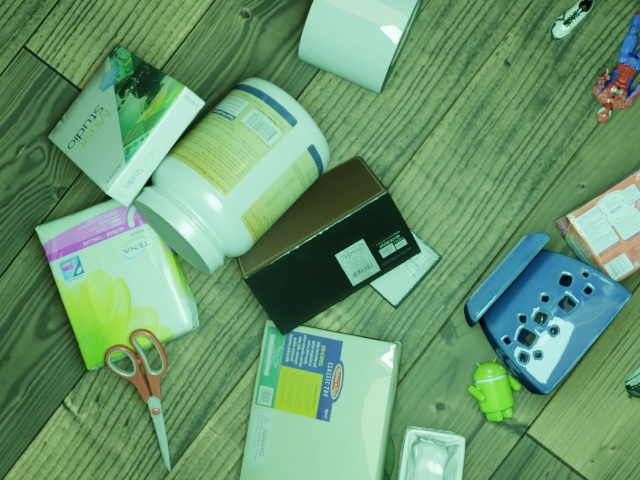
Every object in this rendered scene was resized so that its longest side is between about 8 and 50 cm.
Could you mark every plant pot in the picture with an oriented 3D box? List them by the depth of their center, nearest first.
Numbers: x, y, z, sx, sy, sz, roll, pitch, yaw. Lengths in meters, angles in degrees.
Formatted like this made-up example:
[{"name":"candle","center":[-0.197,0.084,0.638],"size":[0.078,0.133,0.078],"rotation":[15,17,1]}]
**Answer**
[{"name":"plant pot","center":[0.393,0.125,1.693],"size":[0.212,0.236,0.236],"rotation":[41,89,10]}]

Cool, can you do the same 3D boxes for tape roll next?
[{"name":"tape roll","center":[0.082,-0.413,1.715],"size":[0.169,0.246,0.246],"rotation":[25,89,2]}]

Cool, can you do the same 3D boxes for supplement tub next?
[{"name":"supplement tub","center":[-0.160,-0.114,1.689],"size":[0.228,0.228,0.316],"rotation":[43,75,3]}]

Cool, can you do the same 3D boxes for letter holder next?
[{"name":"letter holder","center":[0.000,0.000,1.762],"size":[0.302,0.214,0.152],"rotation":[-31,119,1]}]

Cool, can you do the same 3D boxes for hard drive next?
[{"name":"hard drive","center":[0.156,0.053,1.803],"size":[0.094,0.022,0.135],"rotation":[42,89,3]}]

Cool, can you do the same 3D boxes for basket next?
[{"name":"basket","center":[0.203,0.434,1.745],"size":[0.113,0.103,0.167],"rotation":[8,89,2]}]

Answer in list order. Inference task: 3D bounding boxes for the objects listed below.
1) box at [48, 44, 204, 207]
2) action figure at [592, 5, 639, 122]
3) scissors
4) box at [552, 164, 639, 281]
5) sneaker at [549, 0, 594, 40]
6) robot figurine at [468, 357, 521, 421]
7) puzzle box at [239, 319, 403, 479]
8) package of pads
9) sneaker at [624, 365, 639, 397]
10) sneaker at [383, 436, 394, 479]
[{"name":"box","center":[-0.365,-0.220,1.712],"size":[0.232,0.058,0.322],"rotation":[-54,43,-1]},{"name":"action figure","center":[0.596,-0.352,1.753],"size":[0.091,0.139,0.280],"rotation":[26,91,4]},{"name":"scissors","center":[-0.306,0.303,1.758],"size":[0.109,0.021,0.297],"rotation":[-24,108,0]},{"name":"box","center":[0.607,-0.059,1.732],"size":[0.300,0.142,0.154],"rotation":[-34,87,0]},{"name":"sneaker","center":[0.486,-0.433,1.802],"size":[0.040,0.044,0.109],"rotation":[42,91,1]},{"name":"robot figurine","center":[0.327,0.283,1.765],"size":[0.101,0.067,0.115],"rotation":[-11,87,-26]},{"name":"puzzle box","center":[-0.005,0.367,1.734],"size":[0.272,0.052,0.409],"rotation":[9,88,25]},{"name":"package of pads","center":[-0.380,0.070,1.783],"size":[0.229,0.101,0.296],"rotation":[-21,88,2]},{"name":"sneaker","center":[0.665,0.146,1.742],"size":[0.146,0.134,0.343],"rotation":[34,80,10]},{"name":"sneaker","center":[0.100,0.460,1.755],"size":[0.064,0.086,0.192],"rotation":[14,88,2]}]
